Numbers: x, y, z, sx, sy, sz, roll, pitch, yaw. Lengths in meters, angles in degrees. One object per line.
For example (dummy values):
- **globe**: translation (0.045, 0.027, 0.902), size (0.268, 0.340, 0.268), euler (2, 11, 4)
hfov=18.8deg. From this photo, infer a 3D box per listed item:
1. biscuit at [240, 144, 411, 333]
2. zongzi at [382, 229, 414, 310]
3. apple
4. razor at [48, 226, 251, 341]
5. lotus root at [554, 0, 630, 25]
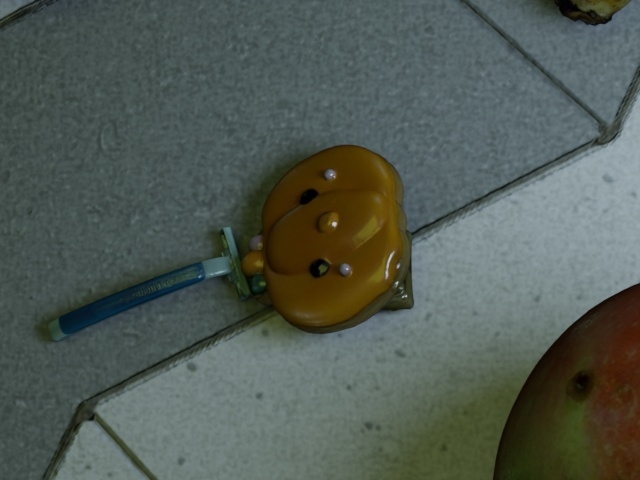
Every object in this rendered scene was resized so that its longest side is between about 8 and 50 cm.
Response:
- **biscuit**: translation (-0.002, -0.002, 1.672), size (0.170, 0.050, 0.170), euler (-14, 62, 28)
- **zongzi**: translation (0.042, 0.027, 1.689), size (0.083, 0.040, 0.076), euler (-11, 67, 30)
- **apple**: translation (0.303, 0.182, 1.423), size (0.348, 0.348, 0.277), euler (20, 55, 18)
- **razor**: translation (-0.160, 0.049, 1.731), size (0.191, 0.037, 0.068), euler (-20, 75, 10)
- **lotus root**: translation (0.257, -0.312, 1.675), size (0.110, 0.097, 0.258), euler (13, 78, 20)
